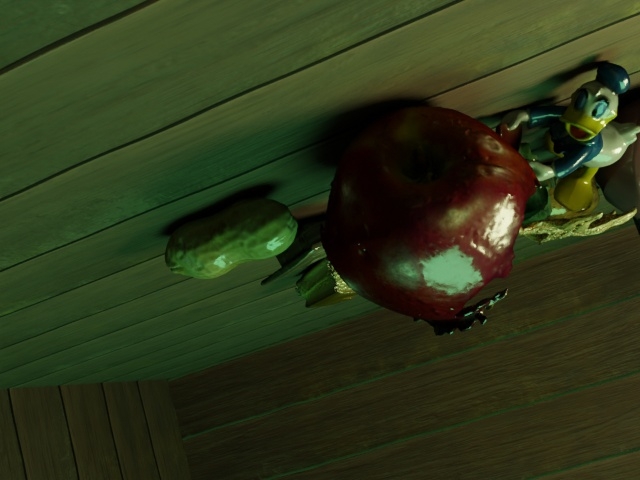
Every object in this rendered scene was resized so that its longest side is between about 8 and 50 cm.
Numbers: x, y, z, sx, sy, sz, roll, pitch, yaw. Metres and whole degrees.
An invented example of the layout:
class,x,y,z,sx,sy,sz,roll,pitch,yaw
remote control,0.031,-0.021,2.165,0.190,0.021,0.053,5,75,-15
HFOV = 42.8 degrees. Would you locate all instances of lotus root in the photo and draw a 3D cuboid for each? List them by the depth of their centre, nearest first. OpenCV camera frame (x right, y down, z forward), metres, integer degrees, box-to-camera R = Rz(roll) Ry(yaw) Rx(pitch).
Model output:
class,x,y,z,sx,sy,sz,roll,pitch,yaw
lotus root,0.581,-0.115,1.984,0.260,0.145,0.128,-6,160,-37

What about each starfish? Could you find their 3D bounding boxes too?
class,x,y,z,sx,sy,sz,roll,pitch,yaw
starfish,0.489,-0.035,1.581,0.277,0.062,0.235,-1,171,-23

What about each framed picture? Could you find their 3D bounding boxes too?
class,x,y,z,sx,sy,sz,roll,pitch,yaw
framed picture,0.523,-0.178,1.775,0.011,0.109,0.149,24,180,19

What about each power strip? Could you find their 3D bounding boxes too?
class,x,y,z,sx,sy,sz,roll,pitch,yaw
power strip,0.001,-0.002,1.846,0.251,0.092,0.257,-18,169,-36

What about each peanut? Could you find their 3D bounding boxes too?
class,x,y,z,sx,sy,sz,roll,pitch,yaw
peanut,-0.175,-0.004,1.554,0.290,0.130,0.130,-19,167,22

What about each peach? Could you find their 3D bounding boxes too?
class,x,y,z,sx,sy,sz,roll,pitch,yaw
peach,0.178,-0.037,1.384,0.353,0.339,0.416,19,160,22

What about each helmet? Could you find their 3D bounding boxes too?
class,x,y,z,sx,sy,sz,roll,pitch,yaw
helmet,0.660,-0.172,1.660,0.197,0.271,0.338,12,174,-4

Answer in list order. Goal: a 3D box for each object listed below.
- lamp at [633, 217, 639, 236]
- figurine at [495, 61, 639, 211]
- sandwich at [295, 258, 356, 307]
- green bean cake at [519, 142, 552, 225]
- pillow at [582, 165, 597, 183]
class,x,y,z,sx,sy,sz,roll,pitch,yaw
lamp,0.893,-0.117,2.088,0.205,0.272,0.374,-22,166,16
figurine,0.446,-0.213,1.478,0.283,0.205,0.338,-7,153,-12
sandwich,0.031,0.115,2.320,0.128,0.122,0.235,-5,166,-28
green bean cake,0.370,-0.098,1.746,0.307,0.169,0.300,-9,167,-33
pillow,0.717,-0.181,1.953,0.043,0.126,0.232,-46,173,-16
